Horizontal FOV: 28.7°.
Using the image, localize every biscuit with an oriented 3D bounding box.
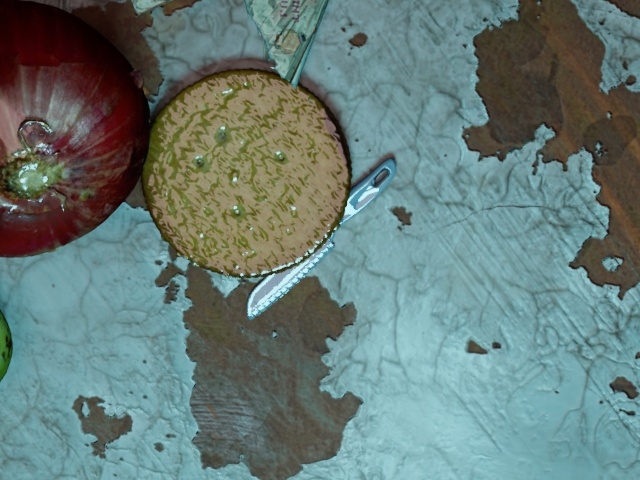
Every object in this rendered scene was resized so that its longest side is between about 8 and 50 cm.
[{"bbox_3d":[-0.106,-0.094,1.772,0.305,0.038,0.305,0,93,3],"label":"biscuit"}]

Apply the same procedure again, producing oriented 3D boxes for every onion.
[{"bbox_3d":[-0.380,-0.147,1.643,0.341,0.341,0.341,0,98,2],"label":"onion"}]

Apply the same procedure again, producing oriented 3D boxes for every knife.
[{"bbox_3d":[0.000,0.000,1.798,0.313,0.019,0.044,-44,97,9],"label":"knife"}]

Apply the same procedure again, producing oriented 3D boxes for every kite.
[{"bbox_3d":[-0.098,-0.404,1.736,0.368,0.014,0.406,-26,91,1],"label":"kite"}]

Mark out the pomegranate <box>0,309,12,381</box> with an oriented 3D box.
[{"bbox_3d":[-0.557,0.138,1.759,0.248,0.214,0.214,43,98,30],"label":"pomegranate"}]
